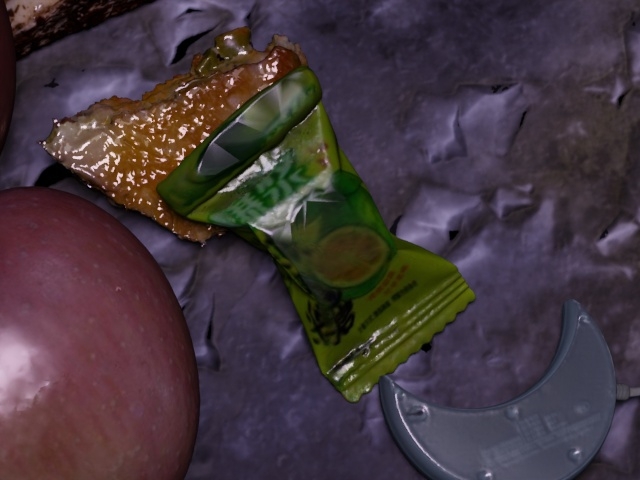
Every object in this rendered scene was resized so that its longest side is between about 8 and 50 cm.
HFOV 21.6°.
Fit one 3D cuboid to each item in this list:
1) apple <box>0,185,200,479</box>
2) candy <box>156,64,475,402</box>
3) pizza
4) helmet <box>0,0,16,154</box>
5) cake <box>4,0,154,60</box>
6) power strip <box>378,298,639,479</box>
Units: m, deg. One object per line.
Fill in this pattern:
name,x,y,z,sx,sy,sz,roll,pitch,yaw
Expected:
apple,-0.210,0.118,1.125,0.235,0.305,0.306,45,68,-10
candy,0.000,0.000,1.300,0.149,0.069,0.246,-41,104,-8
pizza,-0.098,-0.072,1.331,0.226,0.069,0.147,-28,100,-13
helmet,-0.341,-0.113,1.200,0.230,0.337,0.385,41,41,-37
cake,-0.241,-0.216,1.317,0.246,0.135,0.112,-28,78,-18
power strip,0.160,0.130,1.311,0.216,0.044,0.137,-19,75,-16
